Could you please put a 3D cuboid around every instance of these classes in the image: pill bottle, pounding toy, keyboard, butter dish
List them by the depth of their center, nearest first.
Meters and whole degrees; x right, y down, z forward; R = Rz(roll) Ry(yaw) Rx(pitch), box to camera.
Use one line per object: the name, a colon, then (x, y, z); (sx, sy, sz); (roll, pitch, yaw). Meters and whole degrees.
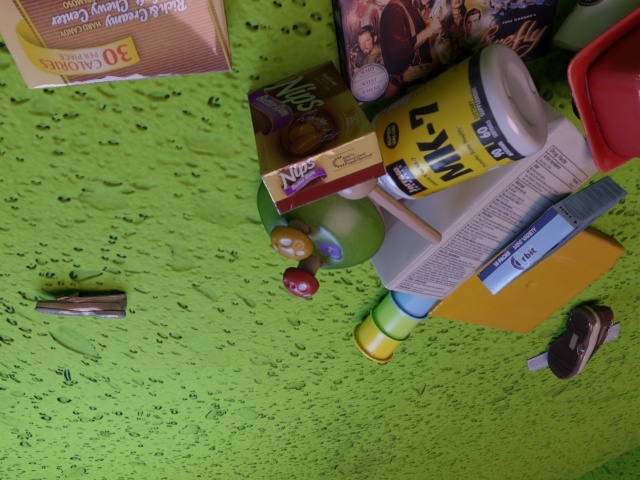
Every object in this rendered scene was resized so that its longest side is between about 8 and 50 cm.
butter dish: (0.356, -0.150, 0.427); (0.160, 0.118, 0.160); (-36, 121, 7)
pill bottle: (0.132, -0.118, 0.505); (0.119, 0.119, 0.208); (26, 148, -35)
pounding toy: (0.000, 0.000, 0.550); (0.236, 0.110, 0.183); (-12, 132, 47)
keyboard: (0.692, 0.293, 1.199); (0.255, 0.014, 0.072); (-27, 130, 9)

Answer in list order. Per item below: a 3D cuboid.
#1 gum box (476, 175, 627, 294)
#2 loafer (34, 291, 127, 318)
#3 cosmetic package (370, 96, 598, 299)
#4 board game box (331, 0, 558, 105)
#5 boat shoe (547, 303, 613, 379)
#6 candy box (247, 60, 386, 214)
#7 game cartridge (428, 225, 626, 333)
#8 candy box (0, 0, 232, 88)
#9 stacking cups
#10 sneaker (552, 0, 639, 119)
gum box: (0.333, -0.008, 0.633); (0.184, 0.041, 0.157); (-20, 154, -36)
loafer: (-0.364, 0.097, 0.673); (0.125, 0.039, 0.045); (9, 163, -20)
cosmetic package: (0.206, -0.060, 0.609); (0.153, 0.129, 0.296); (17, 127, -41)
board game box: (0.135, -0.255, 0.470); (0.243, 0.042, 0.165); (-16, 136, -2)
boat shoe: (0.659, 0.259, 1.097); (0.095, 0.095, 0.258); (-14, 136, -12)
candy box: (-0.012, -0.116, 0.457); (0.109, 0.187, 0.053); (-20, 133, 4)
game cartridge: (0.405, 0.070, 0.870); (0.323, 0.053, 0.285); (15, 127, -31)
candy box: (-0.177, -0.283, 0.315); (0.182, 0.088, 0.317); (-9, 135, -9)
stacking cups: (0.181, 0.090, 0.797); (0.096, 0.096, 0.316); (16, 123, -30)
sneaker: (0.401, -0.191, 0.558); (0.330, 0.122, 0.146); (34, 111, -28)
